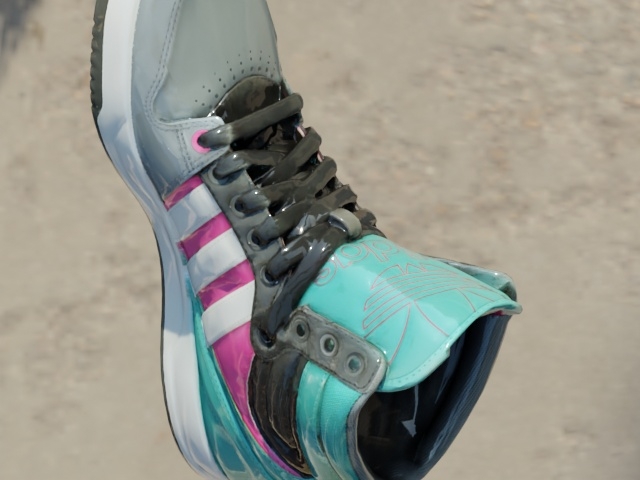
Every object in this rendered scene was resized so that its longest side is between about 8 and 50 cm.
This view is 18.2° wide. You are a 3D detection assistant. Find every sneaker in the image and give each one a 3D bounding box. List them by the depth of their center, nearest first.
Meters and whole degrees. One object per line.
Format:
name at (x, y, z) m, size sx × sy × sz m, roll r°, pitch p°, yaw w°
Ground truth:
sneaker at (0.000, 0.000, 0.901) m, size 0.178 × 0.124 × 0.296 m, roll 12°, pitch 124°, yaw 40°
